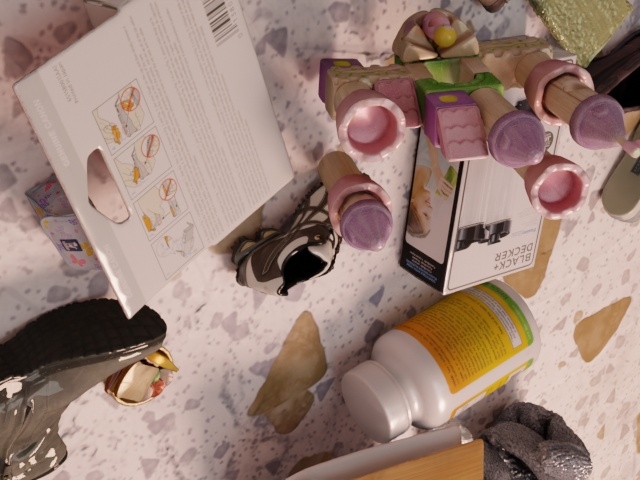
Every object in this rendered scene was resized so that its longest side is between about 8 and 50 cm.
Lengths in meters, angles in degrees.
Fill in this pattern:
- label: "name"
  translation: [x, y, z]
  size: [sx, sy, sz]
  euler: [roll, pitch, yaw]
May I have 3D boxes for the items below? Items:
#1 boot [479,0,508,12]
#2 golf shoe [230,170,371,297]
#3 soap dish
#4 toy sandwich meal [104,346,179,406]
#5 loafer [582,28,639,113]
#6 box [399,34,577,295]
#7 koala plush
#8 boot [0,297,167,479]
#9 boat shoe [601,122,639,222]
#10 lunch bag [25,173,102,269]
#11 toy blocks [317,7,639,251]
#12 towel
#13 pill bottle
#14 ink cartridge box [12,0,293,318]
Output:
- label: "boot"
  translation: [0.215, -0.321, 1.217]
  size: [0.118, 0.042, 0.087]
  euler: [-43, 142, -11]
- label: "golf shoe"
  translation: [0.000, 0.000, 1.181]
  size: [0.198, 0.094, 0.077]
  euler: [-38, 133, -20]
- label: "soap dish"
  translation: [0.046, 0.341, 1.340]
  size: [0.290, 0.118, 0.229]
  euler: [-7, 157, -40]
- label: "toy sandwich meal"
  translation: [-0.190, 0.148, 1.148]
  size: [0.085, 0.029, 0.086]
  euler: [-21, 127, -31]
- label: "loafer"
  translation: [0.413, -0.207, 1.412]
  size: [0.302, 0.095, 0.109]
  euler: [-21, 126, -31]
- label: "box"
  translation: [0.202, -0.092, 1.303]
  size: [0.169, 0.087, 0.290]
  euler: [-13, 123, -35]
- label: "koala plush"
  translation: [0.248, 0.339, 1.569]
  size: [0.221, 0.203, 0.196]
  euler: [-6, 121, -14]
- label: "boot"
  translation: [-0.270, 0.160, 1.065]
  size: [0.246, 0.083, 0.161]
  euler: [-19, 133, -25]
- label: "boat shoe"
  translation: [0.495, -0.125, 1.556]
  size: [0.227, 0.079, 0.081]
  euler: [-57, 146, 9]
- label: "lunch bag"
  translation: [-0.226, -0.014, 0.980]
  size: [0.053, 0.083, 0.071]
  euler: [-37, 135, -18]
- label: "toy blocks"
  translation: [0.143, -0.141, 1.030]
  size: [0.288, 0.260, 0.309]
  euler: [-6, 118, -10]
- label: "towel"
  translation: [0.315, -0.292, 1.305]
  size: [0.110, 0.027, 0.148]
  euler: [-50, 122, -4]
- label: "pill bottle"
  translation: [0.152, 0.157, 1.375]
  size: [0.245, 0.136, 0.136]
  euler: [-27, 130, -26]
- label: "ink cartridge box"
  translation: [-0.151, -0.102, 0.982]
  size: [0.239, 0.060, 0.275]
  euler: [-42, 136, -27]
